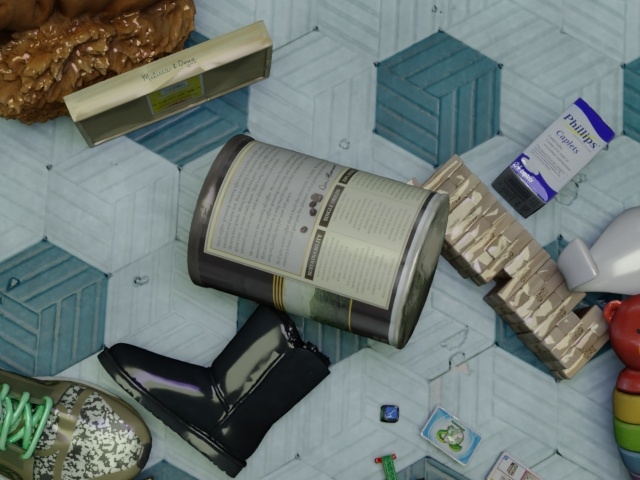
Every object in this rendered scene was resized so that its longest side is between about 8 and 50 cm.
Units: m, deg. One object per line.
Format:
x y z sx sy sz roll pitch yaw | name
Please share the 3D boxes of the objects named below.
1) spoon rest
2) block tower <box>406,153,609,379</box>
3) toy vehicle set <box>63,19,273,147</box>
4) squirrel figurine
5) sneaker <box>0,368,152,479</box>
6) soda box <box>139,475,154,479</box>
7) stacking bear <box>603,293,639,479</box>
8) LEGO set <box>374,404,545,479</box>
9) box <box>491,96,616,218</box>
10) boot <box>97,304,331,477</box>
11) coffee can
0.400 0.022 1.560 0.276 0.084 0.137 -7 67 -42 | spoon rest
0.243 0.032 1.584 0.097 0.091 0.335 -44 88 -9 | block tower
-0.191 -0.199 1.542 0.267 0.166 0.035 -23 85 -7 | toy vehicle set
-0.338 -0.300 1.440 0.281 0.397 0.370 21 49 32 | squirrel figurine
-0.411 0.217 1.463 0.410 0.182 0.158 16 81 -2 | sneaker
-0.212 0.396 1.515 0.058 0.061 0.181 -20 85 -7 | soda box
0.442 0.205 1.512 0.175 0.164 0.289 -13 98 16 | stacking bear
0.155 0.327 1.573 0.244 0.060 0.182 36 69 0 | LEGO set
0.309 -0.107 1.588 0.137 0.126 0.072 -44 86 -8 | box
-0.132 0.155 1.535 0.246 0.094 0.207 40 85 -5 | boot
0.000 0.000 1.481 0.275 0.201 0.201 17 81 13 | coffee can
